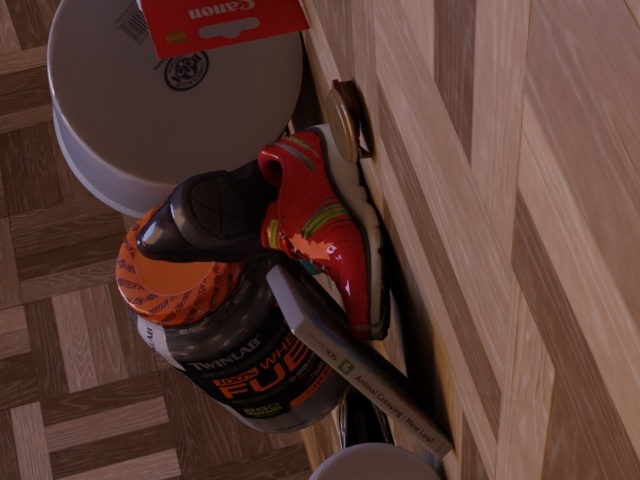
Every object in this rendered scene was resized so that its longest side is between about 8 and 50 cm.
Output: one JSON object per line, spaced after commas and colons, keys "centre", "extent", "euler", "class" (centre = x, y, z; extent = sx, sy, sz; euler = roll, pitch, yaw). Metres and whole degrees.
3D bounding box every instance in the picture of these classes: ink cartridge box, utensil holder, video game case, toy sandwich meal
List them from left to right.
{"centre": [-0.189, -0.197, 1.874], "extent": [0.385, 0.327, 0.328], "euler": [159, 97, -82], "class": "utensil holder"}
{"centre": [-0.127, -0.317, 1.635], "extent": [0.056, 0.181, 0.225], "euler": [92, 160, -54], "class": "ink cartridge box"}
{"centre": [0.029, -0.114, 1.401], "extent": [0.085, 0.029, 0.085], "euler": [163, 90, -80], "class": "toy sandwich meal"}
{"centre": [0.034, 0.114, 1.423], "extent": [0.193, 0.023, 0.212], "euler": [42, -176, -15], "class": "video game case"}

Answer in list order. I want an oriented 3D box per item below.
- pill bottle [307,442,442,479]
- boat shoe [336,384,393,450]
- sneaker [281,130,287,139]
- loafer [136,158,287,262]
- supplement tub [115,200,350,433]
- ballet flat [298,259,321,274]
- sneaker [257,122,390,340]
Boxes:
{"centre": [0.052, 0.318, 1.560], "extent": [0.283, 0.160, 0.160], "euler": [92, 163, -73], "class": "pill bottle"}
{"centre": [0.060, 0.288, 1.820], "extent": [0.070, 0.077, 0.219], "euler": [88, 169, -69], "class": "boat shoe"}
{"centre": [-0.074, -0.094, 2.179], "extent": [0.104, 0.095, 0.236], "euler": [69, -169, -82], "class": "sneaker"}
{"centre": [-0.085, -0.027, 1.594], "extent": [0.302, 0.095, 0.109], "euler": [-6, -109, -57], "class": "loafer"}
{"centre": [-0.104, 0.093, 1.828], "extent": [0.338, 0.207, 0.207], "euler": [48, -161, -51], "class": "supplement tub"}
{"centre": [-0.025, -0.025, 2.009], "extent": [0.052, 0.057, 0.168], "euler": [-96, -3, -52], "class": "ballet flat"}
{"centre": [0.000, 0.000, 1.491], "extent": [0.107, 0.118, 0.279], "euler": [82, 172, -49], "class": "sneaker"}
